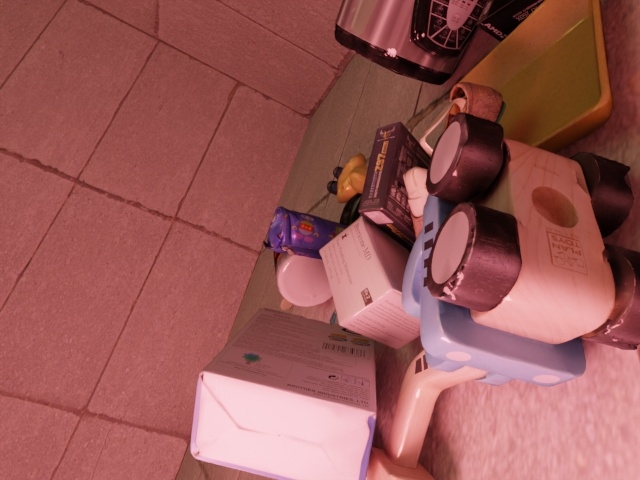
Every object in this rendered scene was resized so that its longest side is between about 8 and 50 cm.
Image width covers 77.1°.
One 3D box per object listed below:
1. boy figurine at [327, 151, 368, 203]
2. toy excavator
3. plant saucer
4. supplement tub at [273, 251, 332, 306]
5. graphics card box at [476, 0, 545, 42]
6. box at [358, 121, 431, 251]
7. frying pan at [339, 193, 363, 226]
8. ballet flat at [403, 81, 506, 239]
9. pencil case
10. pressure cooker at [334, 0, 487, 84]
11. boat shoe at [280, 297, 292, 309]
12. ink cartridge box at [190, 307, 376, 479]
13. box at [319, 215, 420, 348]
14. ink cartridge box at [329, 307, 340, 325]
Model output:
[{"bbox_3d":[0.106,-0.202,1.291,0.177,0.092,0.285,-68,17,-2],"label":"boy figurine"},{"bbox_3d":[0.197,0.131,0.557,0.445,0.223,0.432,112,172,-55],"label":"toy excavator"},{"bbox_3d":[0.358,-0.243,0.714,0.333,0.081,0.332,-38,32,58],"label":"plant saucer"},{"bbox_3d":[-0.058,0.068,1.394,0.207,0.207,0.338,-63,16,13],"label":"supplement tub"},{"bbox_3d":[0.476,-0.553,0.746,0.232,0.094,0.371,-67,17,0],"label":"graphics card box"},{"bbox_3d":[0.178,-0.087,0.786,0.059,0.233,0.183,-4,64,43],"label":"box"},{"bbox_3d":[0.148,-0.171,1.353,0.326,0.053,0.197,-68,17,-12],"label":"frying pan"},{"bbox_3d":[0.207,-0.127,0.694,0.315,0.106,0.107,-68,15,-4],"label":"ballet flat"},{"bbox_3d":[0.000,0.000,1.134,0.119,0.306,0.133,-51,33,45],"label":"pencil case"},{"bbox_3d":[0.258,-0.668,1.033,0.420,0.376,0.370,-66,-8,31],"label":"pressure cooker"},{"bbox_3d":[-0.124,0.228,1.677,0.137,0.049,0.043,-61,13,10],"label":"boat shoe"},{"bbox_3d":[-0.033,0.258,0.770,0.395,0.270,0.151,-49,-29,-79],"label":"ink cartridge box"},{"bbox_3d":[0.113,0.082,0.756,0.119,0.182,0.180,-40,42,23],"label":"box"},{"bbox_3d":[0.098,0.161,0.963,0.143,0.090,0.092,-66,15,4],"label":"ink cartridge box"}]
